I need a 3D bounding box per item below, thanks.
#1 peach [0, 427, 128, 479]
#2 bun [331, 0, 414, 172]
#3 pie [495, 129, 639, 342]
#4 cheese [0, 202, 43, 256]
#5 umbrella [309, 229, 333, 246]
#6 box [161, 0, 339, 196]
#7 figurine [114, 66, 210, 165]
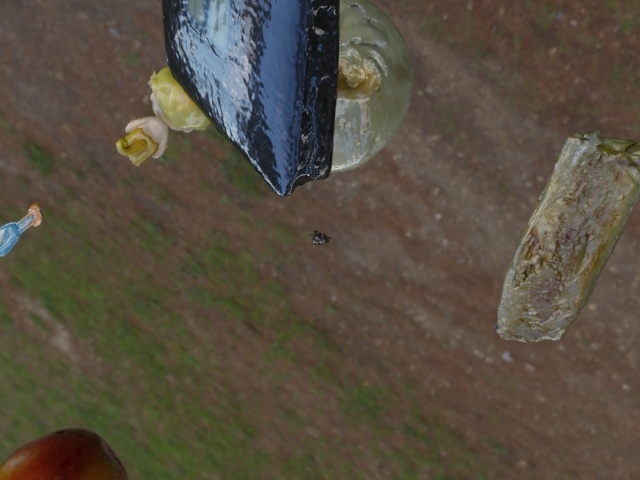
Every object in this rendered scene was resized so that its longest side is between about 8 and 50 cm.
[{"bbox_3d":[-0.384,0.383,1.672,0.199,0.243,0.243,21,155,13],"label":"peach"},{"bbox_3d":[0.006,-0.244,1.734,0.287,0.287,0.146,33,-179,5],"label":"bun"},{"bbox_3d":[0.280,-0.005,1.281,0.128,0.068,0.282,4,127,-19],"label":"pie"},{"bbox_3d":[-0.450,-0.014,1.678,0.017,0.111,0.047,21,-141,-56],"label":"cheese"},{"bbox_3d":[0.001,-0.002,1.461,0.031,0.020,0.083,23,175,-2],"label":"umbrella"},{"bbox_3d":[-0.085,-0.272,1.351,0.350,0.091,0.359,47,145,41],"label":"box"},{"bbox_3d":[-0.294,-0.252,2.232,0.156,0.246,0.131,41,-176,-17],"label":"figurine"}]
